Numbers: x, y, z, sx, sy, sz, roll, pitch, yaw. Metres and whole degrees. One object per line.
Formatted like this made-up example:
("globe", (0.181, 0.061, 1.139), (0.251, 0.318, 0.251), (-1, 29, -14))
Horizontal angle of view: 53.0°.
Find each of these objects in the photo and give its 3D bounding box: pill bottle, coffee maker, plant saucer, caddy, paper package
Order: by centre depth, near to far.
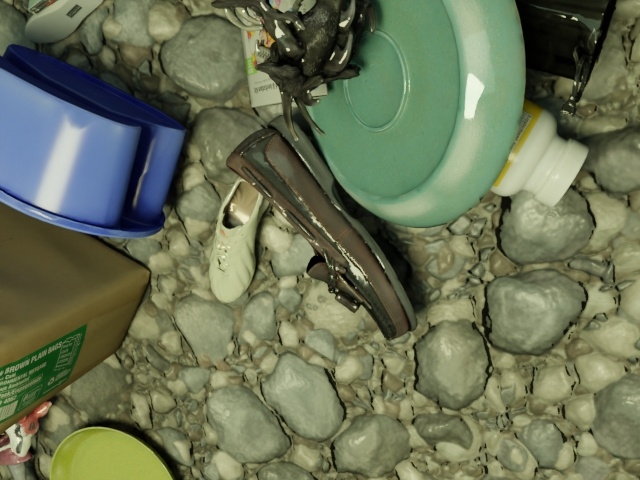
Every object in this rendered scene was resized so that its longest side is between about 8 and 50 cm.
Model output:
("coffee maker", (0.190, -0.228, 0.633), (0.178, 0.171, 0.120), (18, 139, 21))
("plant saucer", (0.067, -0.164, 0.658), (0.318, 0.044, 0.317), (28, 125, 49))
("pill bottle", (0.187, -0.112, 0.696), (0.184, 0.103, 0.103), (30, 110, 9))
("caddy", (-0.339, -0.116, 0.800), (0.341, 0.241, 0.179), (28, 103, 11))
("paper package", (-0.446, 0.079, 0.834), (0.310, 0.325, 0.168), (26, 110, 10))
("plant saucer", (-0.318, 0.399, 1.019), (0.241, 0.037, 0.240), (4, 103, 18))

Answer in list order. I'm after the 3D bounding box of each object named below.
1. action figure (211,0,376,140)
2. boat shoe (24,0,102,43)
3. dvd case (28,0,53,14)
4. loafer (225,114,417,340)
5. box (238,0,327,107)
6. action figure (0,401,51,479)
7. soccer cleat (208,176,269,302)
("action figure", (-0.018, -0.239, 0.582), (0.141, 0.164, 0.275), (28, 116, 32))
("boat shoe", (-0.341, -0.314, 0.861), (0.142, 0.049, 0.040), (-24, 61, 23))
("dvd case", (-0.333, -0.355, 0.836), (0.120, 0.013, 0.087), (-23, 57, 21))
("loafer", (0.000, 0.000, 0.766), (0.095, 0.109, 0.302), (-33, 93, -11))
("box", (-0.050, -0.251, 0.732), (0.145, 0.038, 0.186), (15, 115, 61))
("action figure", (-0.593, 0.318, 1.050), (0.370, 0.248, 0.275), (-24, 49, 9))
("soccer cleat", (-0.112, -0.004, 0.835), (0.068, 0.076, 0.196), (23, 109, 12))
